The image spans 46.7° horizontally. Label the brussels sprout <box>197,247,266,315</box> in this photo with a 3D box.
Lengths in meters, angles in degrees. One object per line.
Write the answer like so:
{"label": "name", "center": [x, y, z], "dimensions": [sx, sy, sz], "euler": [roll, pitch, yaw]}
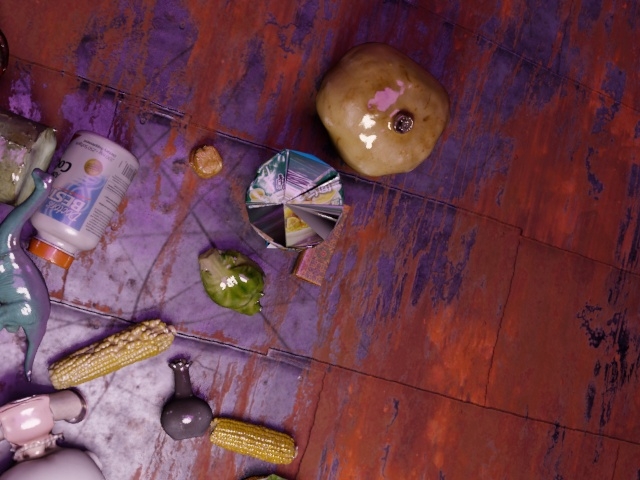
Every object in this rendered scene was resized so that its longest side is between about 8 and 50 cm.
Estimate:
{"label": "brussels sprout", "center": [-0.212, 0.096, 1.774], "dimensions": [0.139, 0.100, 0.181], "euler": [-45, 116, 3]}

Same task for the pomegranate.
{"label": "pomegranate", "center": [0.155, -0.321, 1.814], "dimensions": [0.332, 0.332, 0.332], "euler": [1, 88, -22]}

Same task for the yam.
{"label": "yam", "center": [-0.714, -0.198, 1.513], "dimensions": [0.300, 0.195, 0.195], "euler": [21, 81, -13]}

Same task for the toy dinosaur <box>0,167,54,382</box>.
{"label": "toy dinosaur", "center": [-0.582, 0.080, 1.517], "dimensions": [0.331, 0.129, 0.383], "euler": [-25, 106, 17]}

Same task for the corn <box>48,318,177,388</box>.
{"label": "corn", "center": [-0.465, 0.252, 1.670], "dimensions": [0.288, 0.086, 0.086], "euler": [-21, 96, -19]}

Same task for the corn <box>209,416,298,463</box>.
{"label": "corn", "center": [-0.160, 0.484, 1.788], "dimensions": [0.238, 0.080, 0.080], "euler": [22, 81, -21]}

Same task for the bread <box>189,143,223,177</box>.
{"label": "bread", "center": [-0.272, -0.190, 1.779], "dimensions": [0.083, 0.046, 0.081], "euler": [25, 74, -17]}

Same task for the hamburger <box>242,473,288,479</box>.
{"label": "hamburger", "center": [-0.134, 0.681, 1.745], "dimensions": [0.246, 0.170, 0.246], "euler": [0, 91, -23]}

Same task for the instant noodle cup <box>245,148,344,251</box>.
{"label": "instant noodle cup", "center": [-0.062, -0.076, 1.763], "dimensions": [0.240, 0.178, 0.240], "euler": [0, 81, -3]}

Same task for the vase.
{"label": "vase", "center": [-0.315, 0.366, 1.718], "dimensions": [0.120, 0.120, 0.183], "euler": [-3, 76, -22]}

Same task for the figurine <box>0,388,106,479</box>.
{"label": "figurine", "center": [-0.588, 0.502, 1.546], "dimensions": [0.253, 0.211, 0.361], "euler": [-17, 88, -11]}

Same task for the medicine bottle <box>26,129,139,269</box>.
{"label": "medicine bottle", "center": [-0.526, -0.084, 1.615], "dimensions": [0.157, 0.157, 0.288], "euler": [29, 78, -18]}

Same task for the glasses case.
{"label": "glasses case", "center": [0.000, 0.000, 1.879], "dimensions": [0.075, 0.049, 0.218], "euler": [24, 80, -18]}

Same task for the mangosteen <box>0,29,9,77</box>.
{"label": "mangosteen", "center": [-0.750, -0.394, 1.544], "dimensions": [0.180, 0.166, 0.166], "euler": [13, 83, 4]}
